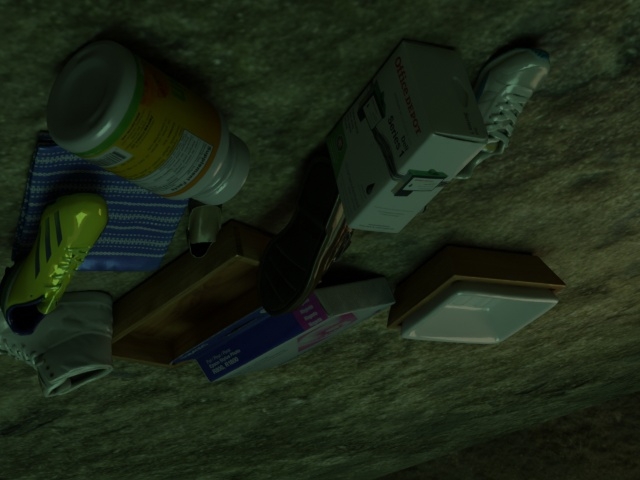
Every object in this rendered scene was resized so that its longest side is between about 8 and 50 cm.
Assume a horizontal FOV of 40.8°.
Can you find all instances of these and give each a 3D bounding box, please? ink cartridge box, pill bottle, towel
[{"bbox_3d":[0.109,-0.136,1.158,0.092,0.160,0.219,5,146,-29],"label":"ink cartridge box"},{"bbox_3d":[-0.200,-0.131,1.065,0.136,0.136,0.245,-27,148,25],"label":"pill bottle"},{"bbox_3d":[-0.320,-0.040,1.283,0.243,0.040,0.336,1,148,-25],"label":"towel"},{"bbox_3d":[-0.066,0.177,1.647,0.324,0.072,0.330,-32,166,33],"label":"ink cartridge box"}]

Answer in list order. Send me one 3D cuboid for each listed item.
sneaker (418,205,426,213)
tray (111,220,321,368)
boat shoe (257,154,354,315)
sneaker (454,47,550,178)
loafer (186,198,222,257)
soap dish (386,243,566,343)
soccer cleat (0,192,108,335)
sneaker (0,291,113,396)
[{"bbox_3d":[0.118,-0.099,1.311,0.098,0.083,0.224,-5,153,-2],"label":"sneaker"},{"bbox_3d":[-0.218,0.111,1.560,0.410,0.076,0.202,-32,147,32],"label":"tray"},{"bbox_3d":[0.000,0.000,1.353,0.104,0.111,0.307,-11,141,-44],"label":"boat shoe"},{"bbox_3d":[0.246,-0.177,1.209,0.087,0.092,0.229,7,145,-28],"label":"sneaker"},{"bbox_3d":[-0.182,-0.022,1.357,0.056,0.050,0.148,-5,151,-14],"label":"loafer"},{"bbox_3d":[0.304,0.110,1.721,0.290,0.118,0.229,6,147,-31],"label":"soap dish"},{"bbox_3d":[-0.378,0.037,1.236,0.093,0.121,0.289,11,141,-38],"label":"soccer cleat"},{"bbox_3d":[-0.505,0.189,1.487,0.292,0.169,0.108,-7,153,-7],"label":"sneaker"}]
